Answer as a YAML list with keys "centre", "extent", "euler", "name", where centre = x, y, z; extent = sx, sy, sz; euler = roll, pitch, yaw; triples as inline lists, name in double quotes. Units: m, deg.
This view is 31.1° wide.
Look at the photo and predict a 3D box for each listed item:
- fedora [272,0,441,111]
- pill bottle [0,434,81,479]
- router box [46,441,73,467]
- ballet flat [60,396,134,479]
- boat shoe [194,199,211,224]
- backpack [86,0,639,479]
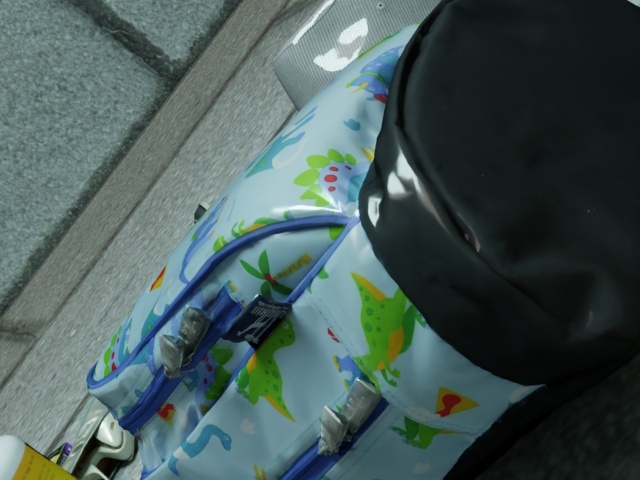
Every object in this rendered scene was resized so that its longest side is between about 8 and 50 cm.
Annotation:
- centre: [0.048, -0.193, 1.161]
  extent: [0.275, 0.124, 0.243]
  euler: [-41, 3, -15]
  name: "fedora"
- centre: [-0.237, 0.240, 0.938]
  extent: [0.117, 0.215, 0.117]
  euler: [-44, 18, 19]
  name: "pill bottle"
- centre: [-0.345, 0.326, 1.321]
  extent: [0.179, 0.046, 0.133]
  euler: [-39, 20, 35]
  name: "router box"
- centre: [-0.234, 0.237, 1.222]
  extent: [0.068, 0.072, 0.213]
  euler: [4, 53, 36]
  name: "ballet flat"
- centre: [-0.127, 0.004, 1.392]
  extent: [0.065, 0.075, 0.206]
  euler: [-49, 21, -4]
  name: "boat shoe"
- centre: [0.027, 0.039, 0.655]
  extent: [0.290, 0.273, 0.356]
  euler: [-60, -7, -48]
  name: "backpack"
